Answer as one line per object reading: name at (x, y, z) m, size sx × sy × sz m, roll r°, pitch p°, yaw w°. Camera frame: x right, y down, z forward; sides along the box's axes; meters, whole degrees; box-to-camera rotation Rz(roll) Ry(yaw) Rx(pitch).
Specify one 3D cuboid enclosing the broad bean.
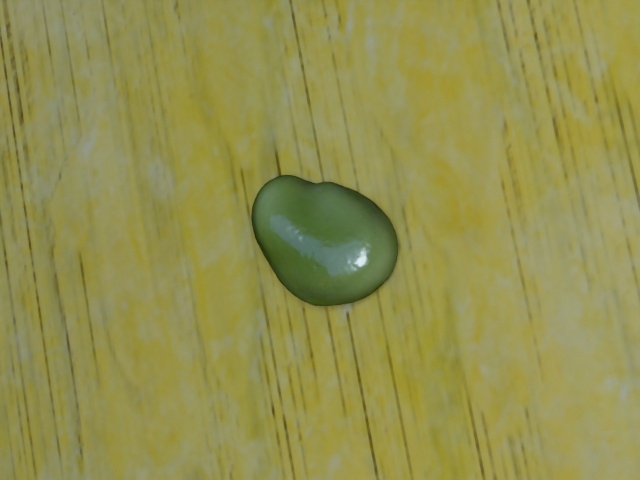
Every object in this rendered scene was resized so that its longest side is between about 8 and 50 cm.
broad bean at (0.000, 0.000, 0.849) m, size 0.083 × 0.045 × 0.063 m, roll 31°, pitch 89°, yaw 22°
